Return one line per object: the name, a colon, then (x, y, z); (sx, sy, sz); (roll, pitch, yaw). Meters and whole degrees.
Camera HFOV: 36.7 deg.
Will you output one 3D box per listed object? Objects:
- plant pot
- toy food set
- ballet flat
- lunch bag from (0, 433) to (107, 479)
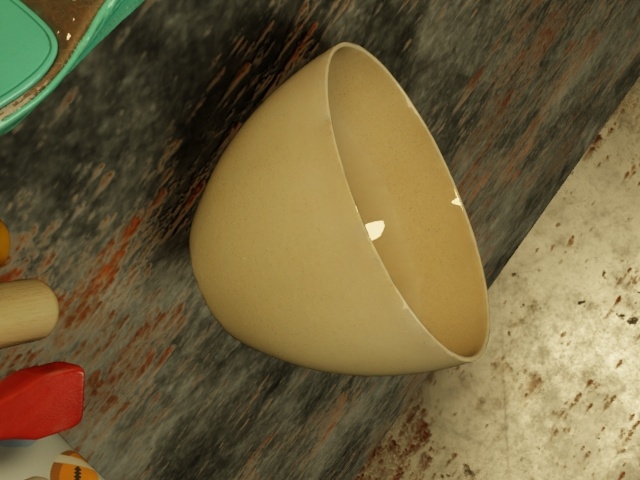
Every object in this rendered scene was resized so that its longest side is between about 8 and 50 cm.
plant pot: (0.000, 0.000, 0.837); (0.190, 0.284, 0.284); (-24, 171, 22)
toy food set: (-0.218, 0.105, 0.575); (0.104, 0.111, 0.232); (-8, 107, -62)
ballet flat: (-0.151, -0.117, 0.520); (0.247, 0.083, 0.087); (-48, 173, -13)
lunch bag: (-0.267, 0.354, 0.654); (0.385, 0.327, 0.239); (-35, 155, -46)
